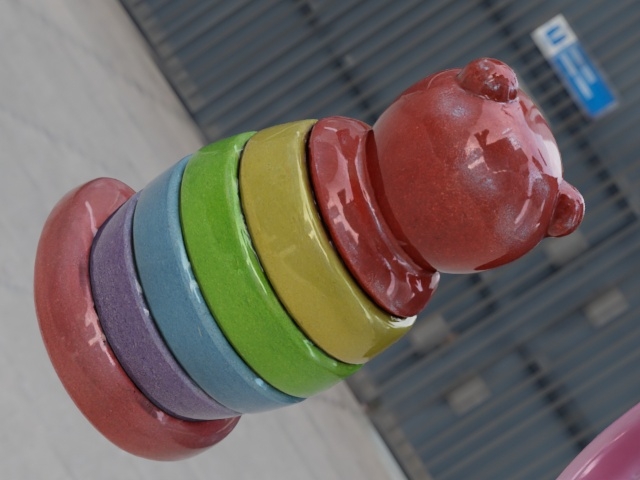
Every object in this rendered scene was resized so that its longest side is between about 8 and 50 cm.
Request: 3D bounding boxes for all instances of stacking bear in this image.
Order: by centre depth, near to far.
[{"bbox_3d":[0.000,0.000,1.003,0.175,0.289,0.164,61,23,-8],"label":"stacking bear"}]

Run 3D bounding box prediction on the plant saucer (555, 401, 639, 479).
[{"bbox_3d":[0.283,0.210,1.286,0.084,0.332,0.332,49,8,-17],"label":"plant saucer"}]
